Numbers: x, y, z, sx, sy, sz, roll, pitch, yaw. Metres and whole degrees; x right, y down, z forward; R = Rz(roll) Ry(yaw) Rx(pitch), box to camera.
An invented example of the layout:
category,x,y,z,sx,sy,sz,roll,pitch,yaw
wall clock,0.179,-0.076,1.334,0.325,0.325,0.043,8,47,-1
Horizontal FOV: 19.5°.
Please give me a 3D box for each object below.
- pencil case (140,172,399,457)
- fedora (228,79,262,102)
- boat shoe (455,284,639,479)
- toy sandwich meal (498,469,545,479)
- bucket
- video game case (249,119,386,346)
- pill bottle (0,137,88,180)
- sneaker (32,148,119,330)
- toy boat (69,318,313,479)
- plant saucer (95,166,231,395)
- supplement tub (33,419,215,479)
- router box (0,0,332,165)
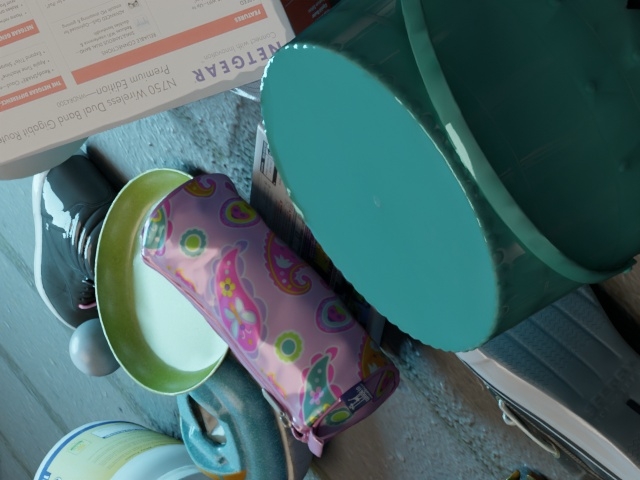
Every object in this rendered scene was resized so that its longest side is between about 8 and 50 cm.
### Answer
category,x,y,z,sx,sy,sz,roll,pitch,yaw
pencil case,-0.051,0.067,1.761,0.284,0.124,0.124,48,156,17
fedora,-0.153,-0.211,1.635,0.275,0.124,0.244,59,157,-10
boat shoe,0.184,0.116,1.431,0.335,0.121,0.119,45,151,17
toy sandwich meal,0.194,0.244,1.707,0.085,0.029,0.085,44,159,22
bucket,0.103,-0.071,1.256,0.281,0.183,0.281,42,154,27
video game case,0.000,0.000,1.756,0.183,0.023,0.201,46,154,20
pill bottle,-0.331,-0.253,1.791,0.224,0.224,0.392,41,153,30
sneaker,-0.263,0.039,2.202,0.147,0.105,0.295,45,151,35
toy boat,-0.142,0.168,2.094,0.318,0.148,0.267,38,152,33
plant saucer,-0.152,0.043,1.963,0.241,0.037,0.241,2,93,47
supplement tub,-0.223,0.365,2.411,0.316,0.228,0.228,8,129,60
router box,-0.195,-0.241,1.487,0.335,0.082,0.301,-15,109,28
